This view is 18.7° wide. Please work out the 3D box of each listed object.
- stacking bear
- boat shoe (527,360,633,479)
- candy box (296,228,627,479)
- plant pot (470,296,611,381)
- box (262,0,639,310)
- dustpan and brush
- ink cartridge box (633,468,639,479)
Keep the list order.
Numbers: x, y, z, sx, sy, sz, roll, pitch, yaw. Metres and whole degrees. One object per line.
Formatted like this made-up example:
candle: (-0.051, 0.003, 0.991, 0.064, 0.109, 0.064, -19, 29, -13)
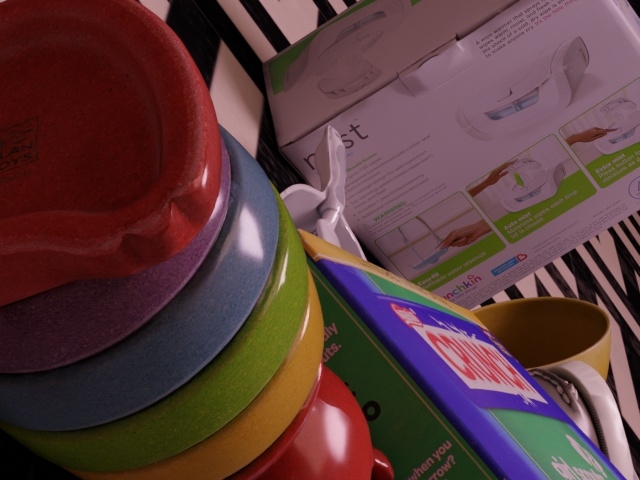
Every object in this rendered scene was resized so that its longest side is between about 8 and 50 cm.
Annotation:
stacking bear: (-0.067, 0.047, 0.831, 0.164, 0.175, 0.289, -95, 160, -43)
boat shoe: (0.175, 0.235, 1.325, 0.091, 0.109, 0.305, -7, 75, -29)
candy box: (0.097, 0.161, 1.035, 0.317, 0.122, 0.268, 47, 10, 24)
plant pot: (0.158, 0.112, 1.471, 0.134, 0.134, 0.095, -75, 156, -69)
box: (0.128, -0.096, 1.479, 0.231, 0.262, 0.126, 47, 19, -34)
dustpan and brush: (0.000, 0.000, 1.274, 0.147, 0.060, 0.211, 48, 19, -35)
ink cartridge box: (0.229, 0.237, 1.532, 0.115, 0.067, 0.198, 32, 29, -58)
